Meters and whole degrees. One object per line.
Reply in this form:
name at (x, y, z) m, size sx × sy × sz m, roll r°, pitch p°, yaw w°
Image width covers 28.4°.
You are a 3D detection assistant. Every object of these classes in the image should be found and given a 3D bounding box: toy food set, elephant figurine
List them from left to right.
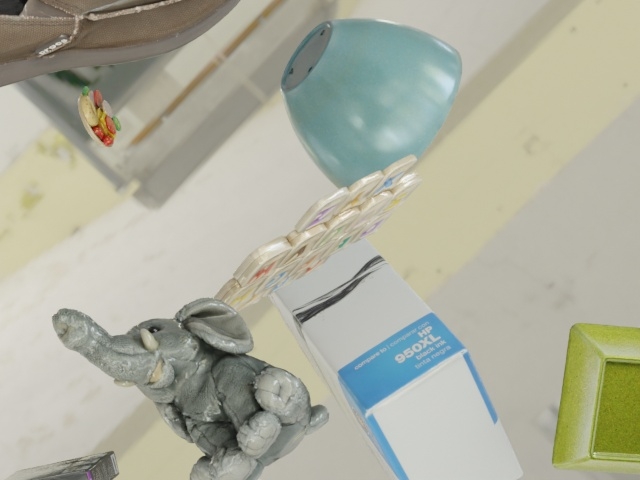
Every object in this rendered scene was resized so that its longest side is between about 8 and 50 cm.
toy food set at (-0.287, -0.160, 1.635) m, size 0.020 × 0.083 × 0.082 m, roll -23°, pitch -151°, yaw 13°
elephant figurine at (-0.130, 0.135, 1.306) m, size 0.169 × 0.239 × 0.186 m, roll -44°, pitch 161°, yaw -21°

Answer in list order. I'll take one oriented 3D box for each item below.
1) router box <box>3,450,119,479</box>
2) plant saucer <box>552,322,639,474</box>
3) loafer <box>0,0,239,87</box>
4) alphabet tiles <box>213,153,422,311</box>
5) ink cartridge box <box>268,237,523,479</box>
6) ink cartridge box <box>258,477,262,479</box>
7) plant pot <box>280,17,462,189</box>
router box at (-0.433, 0.394, 2.050) m, size 0.179 × 0.046 × 0.133 m, roll -13°, pitch -177°, yaw 10°
plant saucer at (0.391, 0.203, 1.550) m, size 0.045 × 0.188 × 0.188 m, roll -127°, pitch -138°, yaw -78°
loafer at (-0.206, -0.214, 1.023) m, size 0.366 × 0.134 × 0.130 m, roll -26°, pitch 161°, yaw -20°
alphabet tiles at (0.000, 0.000, 1.503) m, size 0.284 × 0.021 × 0.278 m, roll -28°, pitch 167°, yaw -39°
ink cartridge box at (0.091, 0.179, 1.819) m, size 0.166 × 0.285 × 0.395 m, roll -33°, pitch -141°, yaw -6°
ink cartridge box at (-0.117, 0.416, 1.604) m, size 0.218 × 0.158 × 0.092 m, roll -52°, pitch -177°, yaw 3°
plant pot at (0.053, -0.235, 1.985) m, size 0.290 × 0.195 × 0.290 m, roll -45°, pitch -154°, yaw 29°
